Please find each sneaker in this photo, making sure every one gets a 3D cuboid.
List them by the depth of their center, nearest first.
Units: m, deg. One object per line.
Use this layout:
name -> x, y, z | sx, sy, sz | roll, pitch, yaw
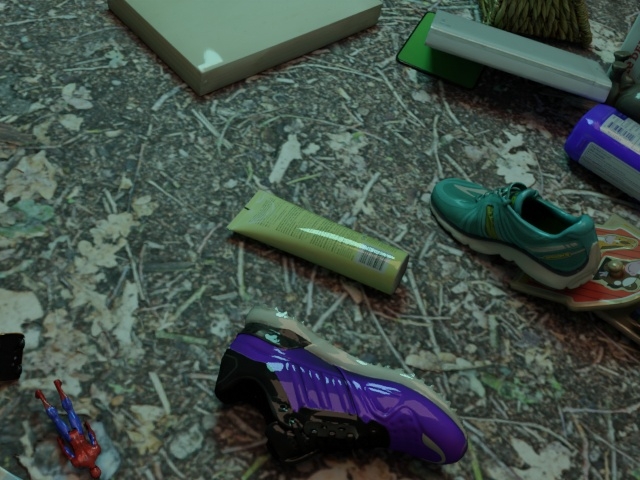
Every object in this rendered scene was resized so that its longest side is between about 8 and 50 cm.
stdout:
sneaker -> 0.011, 0.199, 0.886 | 0.294, 0.102, 0.146 | 25, 53, 15
sneaker -> 0.268, -0.038, 1.104 | 0.107, 0.109, 0.275 | -36, 43, -26

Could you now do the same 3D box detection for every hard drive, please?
hard drive -> 0.338, -0.324, 1.381 | 0.308, 0.040, 0.203 | 19, 25, 3

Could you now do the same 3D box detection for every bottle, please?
bottle -> 0.530, -0.106, 1.257 | 0.283, 0.092, 0.118 | 38, 40, 18

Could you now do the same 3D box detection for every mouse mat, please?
mouse mat -> 0.235, -0.350, 1.454 | 0.153, 0.007, 0.189 | 25, 48, 8

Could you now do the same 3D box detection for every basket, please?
basket -> 0.431, -0.553, 1.534 | 0.223, 0.213, 0.299 | 7, 50, -7

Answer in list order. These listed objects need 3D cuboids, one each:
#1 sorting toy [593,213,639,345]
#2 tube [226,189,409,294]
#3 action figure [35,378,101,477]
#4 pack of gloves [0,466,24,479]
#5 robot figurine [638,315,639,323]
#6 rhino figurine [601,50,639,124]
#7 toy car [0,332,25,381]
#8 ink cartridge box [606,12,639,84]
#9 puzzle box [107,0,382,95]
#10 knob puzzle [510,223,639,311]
sorting toy -> 0.464, 0.060, 1.140 | 0.193, 0.038, 0.208 | 38, 52, 19
tube -> 0.000, 0.000, 1.076 | 0.240, 0.062, 0.070 | 23, 5, 13
action figure -> -0.266, 0.206, 0.855 | 0.038, 0.030, 0.115 | -27, 66, -24
pack of gloves -> -0.334, 0.316, 0.750 | 0.232, 0.046, 0.195 | 26, 61, 13
robot figurine -> 0.475, 0.109, 1.044 | 0.101, 0.067, 0.115 | 14, 54, 9
rhino figurine -> 0.558, -0.218, 1.301 | 0.073, 0.106, 0.243 | -22, 42, -23
toy car -> -0.385, 0.137, 0.870 | 0.122, 0.060, 0.041 | -19, 25, -34
ink cartridge box -> 0.648, -0.285, 1.369 | 0.273, 0.197, 0.114 | 33, 51, 16
puzzle box -> -0.124, -0.411, 1.393 | 0.409, 0.052, 0.272 | -29, 62, -32
knob puzzle -> 0.386, 0.028, 1.101 | 0.213, 0.029, 0.213 | -9, 35, 6
